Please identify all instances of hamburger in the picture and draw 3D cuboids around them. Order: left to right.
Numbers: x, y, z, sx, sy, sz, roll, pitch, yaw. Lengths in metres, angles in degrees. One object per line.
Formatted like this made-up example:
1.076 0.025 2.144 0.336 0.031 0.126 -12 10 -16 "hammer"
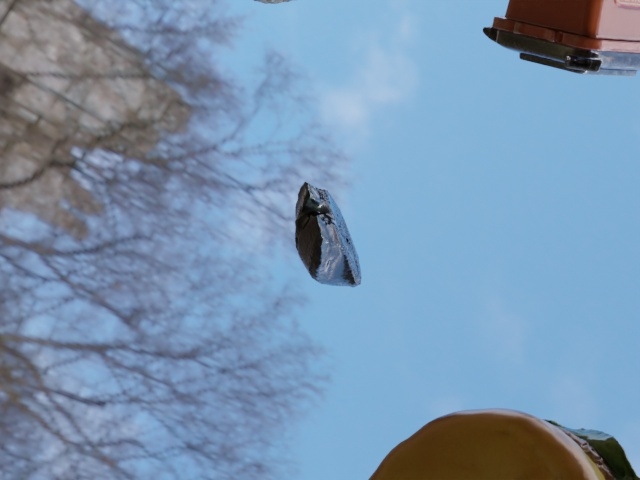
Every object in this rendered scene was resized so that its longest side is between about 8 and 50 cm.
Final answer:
0.141 0.243 1.065 0.246 0.170 0.246 -19 -123 31 "hamburger"

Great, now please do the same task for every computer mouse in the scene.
0.000 0.000 1.305 0.047 0.135 0.079 -20 -117 5 "computer mouse"

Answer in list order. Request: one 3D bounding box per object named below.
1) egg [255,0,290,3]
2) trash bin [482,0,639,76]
-0.027 -0.237 1.068 0.140 0.118 0.116 -63 -151 26 "egg"
0.296 -0.312 1.671 0.184 0.161 0.239 21 -71 49 "trash bin"
